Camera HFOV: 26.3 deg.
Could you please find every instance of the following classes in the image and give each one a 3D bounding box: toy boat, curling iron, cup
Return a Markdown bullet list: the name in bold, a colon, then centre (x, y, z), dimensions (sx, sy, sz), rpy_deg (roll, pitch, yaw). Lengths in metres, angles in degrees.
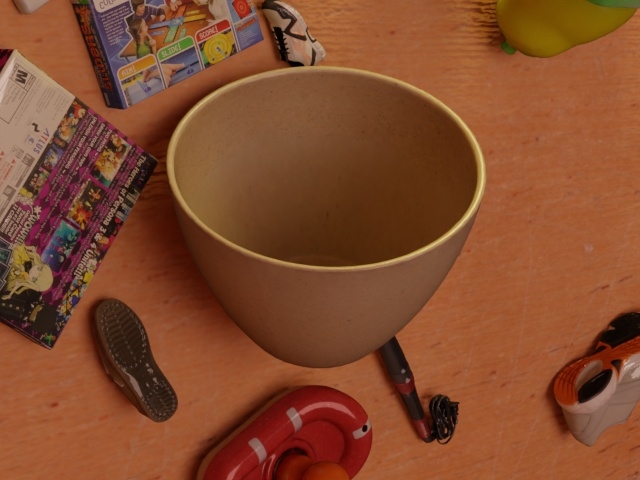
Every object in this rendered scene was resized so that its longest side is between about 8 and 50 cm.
- **toy boat**: centre (-0.022, 0.274, 1.603), dimensions (0.231, 0.151, 0.151), rpy_deg (-39, 122, -30)
- **curling iron**: centre (0.111, 0.166, 1.780), dimensions (0.068, 0.035, 0.274), rpy_deg (-52, 128, -27)
- **cup**: centre (0.000, 0.000, 1.496), dimensions (0.331, 0.331, 0.237), rpy_deg (-33, 145, -33)

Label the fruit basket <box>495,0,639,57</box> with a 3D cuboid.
- **fruit basket**: centre (0.378, -0.378, 1.716), dimensions (0.283, 0.392, 0.392), rpy_deg (-1, 100, -9)

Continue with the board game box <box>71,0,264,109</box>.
- **board game box**: centre (-0.160, -0.241, 1.457), dimensions (0.201, 0.035, 0.136), rpy_deg (-32, 118, -34)

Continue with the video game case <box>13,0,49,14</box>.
- **video game case**: centre (-0.268, -0.362, 1.344), dimensions (0.193, 0.023, 0.212), rpy_deg (-43, 124, -28)

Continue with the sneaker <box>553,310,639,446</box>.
- **sneaker**: centre (0.454, 0.206, 2.067), dimensions (0.262, 0.099, 0.121), rpy_deg (-32, 126, -24)

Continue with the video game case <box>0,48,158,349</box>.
- **video game case**: centre (-0.295, -0.039, 1.371), dimensions (0.210, 0.042, 0.232), rpy_deg (38, 73, -39)

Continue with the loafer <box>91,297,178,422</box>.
- **loafer**: centre (-0.208, 0.132, 1.480), dimensions (0.056, 0.050, 0.148), rpy_deg (-32, 102, -37)

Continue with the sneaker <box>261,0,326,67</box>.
- **sneaker**: centre (-0.035, -0.231, 1.568), dimensions (0.043, 0.040, 0.109), rpy_deg (-54, 128, -17)
